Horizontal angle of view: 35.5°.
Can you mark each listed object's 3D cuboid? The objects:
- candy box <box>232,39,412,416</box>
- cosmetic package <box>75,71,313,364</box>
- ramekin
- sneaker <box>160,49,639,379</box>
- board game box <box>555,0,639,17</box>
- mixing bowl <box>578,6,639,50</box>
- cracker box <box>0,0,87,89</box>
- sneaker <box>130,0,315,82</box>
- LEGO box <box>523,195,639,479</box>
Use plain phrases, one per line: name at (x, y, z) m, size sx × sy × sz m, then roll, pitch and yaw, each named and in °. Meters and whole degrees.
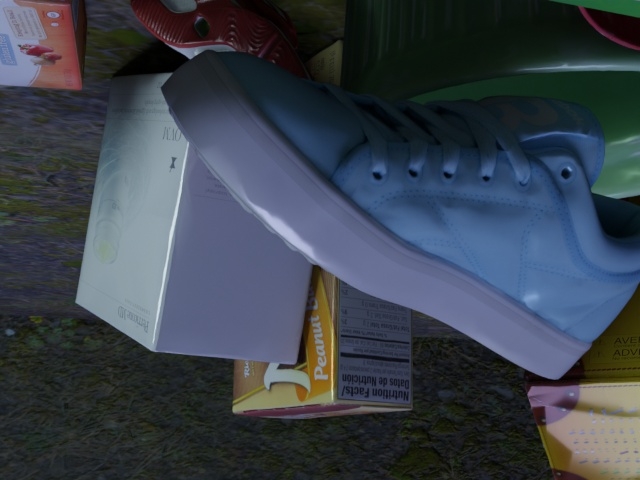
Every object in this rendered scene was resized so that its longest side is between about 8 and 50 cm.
candy box at (0.000, 0.000, 0.916) m, size 0.087 × 0.316 × 0.183 m, roll 8°, pitch 165°, yaw -30°
cosmetic package at (-0.109, -0.026, 0.885) m, size 0.138 × 0.224 × 0.224 m, roll 7°, pitch -177°, yaw -30°
ramekin at (0.156, -0.133, 0.714) m, size 0.303 × 0.148 × 0.303 m, roll 0°, pitch 167°, yaw 0°
sneaker at (0.076, -0.042, 0.581) m, size 0.366 × 0.150 × 0.135 m, roll 27°, pitch -163°, yaw -44°
board game box at (0.160, -0.213, 0.343) m, size 0.213 × 0.046 × 0.317 m, roll 5°, pitch 143°, yaw -20°
mixing bowl at (0.201, -0.194, 0.508) m, size 0.181 × 0.098 × 0.181 m, roll -8°, pitch 146°, yaw -5°
cracker box at (-0.292, -0.172, 0.723) m, size 0.232 × 0.067 × 0.156 m, roll 3°, pitch 167°, yaw -9°
sneaker at (-0.032, -0.122, 0.707) m, size 0.087 × 0.221 × 0.128 m, roll -42°, pitch 158°, yaw 26°
LEGO box at (0.493, 0.069, 1.041) m, size 0.500 × 0.372 × 0.193 m, roll -6°, pitch 126°, yaw 25°
